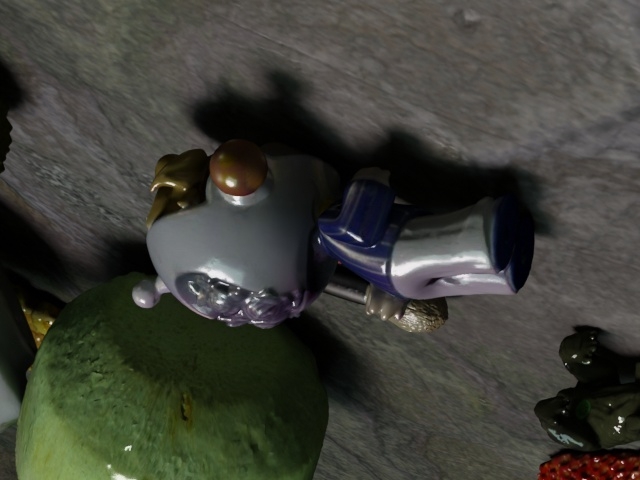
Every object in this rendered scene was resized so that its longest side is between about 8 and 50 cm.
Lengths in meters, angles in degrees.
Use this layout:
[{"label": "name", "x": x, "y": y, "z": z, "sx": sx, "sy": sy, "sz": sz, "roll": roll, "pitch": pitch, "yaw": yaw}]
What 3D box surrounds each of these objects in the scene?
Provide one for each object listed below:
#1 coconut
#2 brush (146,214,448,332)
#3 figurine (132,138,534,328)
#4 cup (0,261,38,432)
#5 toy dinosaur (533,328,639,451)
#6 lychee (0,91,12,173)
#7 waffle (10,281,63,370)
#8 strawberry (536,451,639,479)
[{"label": "coconut", "x": -0.149, "y": 0.197, "z": 1.326, "sx": 0.329, "sy": 0.281, "sz": 0.328, "roll": -4, "pitch": 137, "yaw": -4}, {"label": "brush", "x": -0.026, "y": 0.019, "z": 1.120, "sx": 0.299, "sy": 0.042, "sz": 0.039, "roll": 18, "pitch": 158, "yaw": 29}, {"label": "figurine", "x": 0.007, "y": 0.003, "z": 0.929, "sx": 0.274, "sy": 0.133, "sz": 0.194, "roll": 10, "pitch": 168, "yaw": 5}, {"label": "cup", "x": -0.403, "y": 0.083, "z": 1.401, "sx": 0.347, "sy": 0.163, "sz": 0.347, "roll": 156, "pitch": 90, "yaw": -81}, {"label": "toy dinosaur", "x": 0.247, "y": 0.148, "z": 1.026, "sx": 0.187, "sy": 0.087, "sz": 0.179, "roll": 6, "pitch": 149, "yaw": 45}, {"label": "lychee", "x": -0.324, "y": -0.074, "z": 1.060, "sx": 0.171, "sy": 0.171, "sz": 0.171, "roll": 23, "pitch": 158, "yaw": 10}, {"label": "waffle", "x": -0.348, "y": 0.127, "z": 1.697, "sx": 0.291, "sy": 0.051, "sz": 0.291, "roll": 23, "pitch": 157, "yaw": 10}, {"label": "strawberry", "x": 0.273, "y": 0.276, "z": 1.261, "sx": 0.175, "sy": 0.106, "sz": 0.236, "roll": 14, "pitch": 155, "yaw": 27}]
